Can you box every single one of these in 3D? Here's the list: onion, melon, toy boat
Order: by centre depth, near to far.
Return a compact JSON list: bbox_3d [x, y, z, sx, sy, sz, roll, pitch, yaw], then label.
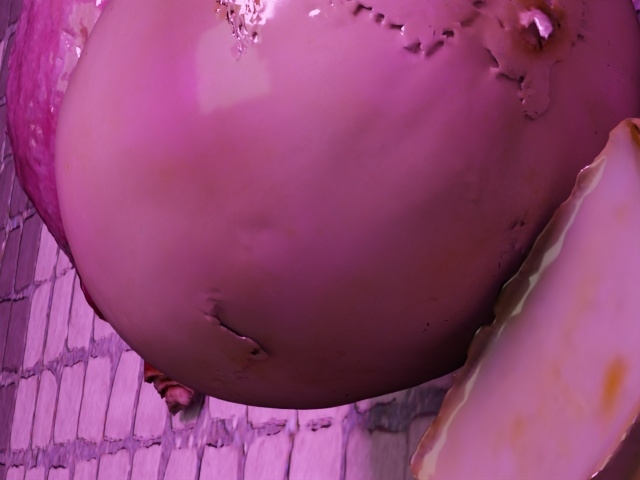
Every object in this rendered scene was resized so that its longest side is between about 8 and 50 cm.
[{"bbox_3d":[0.105,0.067,0.689,0.111,0.084,0.276,-109,37,-50],"label":"toy boat"},{"bbox_3d":[0.006,-0.044,0.807,0.317,0.223,0.223,145,132,-61],"label":"melon"},{"bbox_3d":[-0.132,-0.059,1.241,0.267,0.159,0.349,-143,63,-81],"label":"onion"}]
